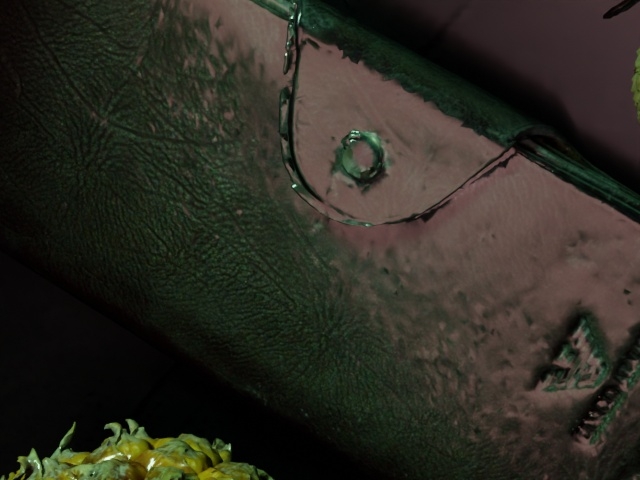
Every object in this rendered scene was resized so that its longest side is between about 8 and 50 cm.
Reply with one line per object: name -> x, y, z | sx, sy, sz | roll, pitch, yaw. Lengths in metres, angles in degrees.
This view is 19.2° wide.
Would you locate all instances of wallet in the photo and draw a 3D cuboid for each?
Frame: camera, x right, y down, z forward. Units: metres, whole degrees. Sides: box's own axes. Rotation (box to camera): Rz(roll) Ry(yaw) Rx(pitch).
wallet -> 0.000, 0.000, 0.719 | 0.318, 0.045, 0.172 | 32, 121, 6

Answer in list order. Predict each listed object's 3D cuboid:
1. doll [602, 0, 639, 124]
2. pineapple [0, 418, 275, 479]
doll -> 0.173, -0.003, 0.608 | 0.105, 0.115, 0.221 | -35, 110, -12
pineapple -> -0.036, 0.137, 0.752 | 0.176, 0.137, 0.161 | 30, 143, 54
